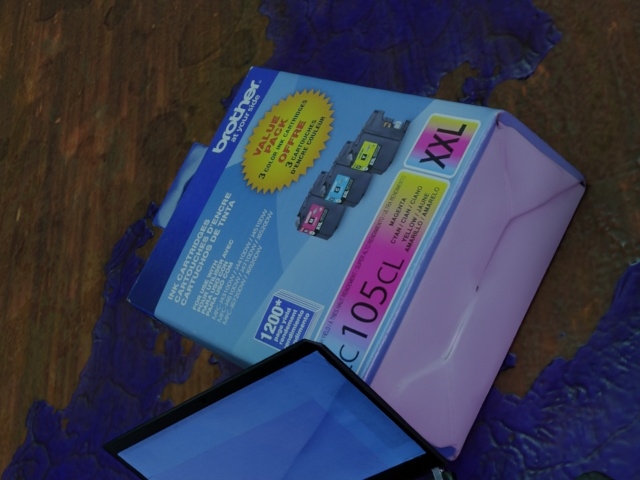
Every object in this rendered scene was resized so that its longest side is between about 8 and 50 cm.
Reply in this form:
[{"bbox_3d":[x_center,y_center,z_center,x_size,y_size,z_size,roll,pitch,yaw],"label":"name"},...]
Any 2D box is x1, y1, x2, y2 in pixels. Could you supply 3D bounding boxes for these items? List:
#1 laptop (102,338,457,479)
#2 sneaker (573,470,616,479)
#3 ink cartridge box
[{"bbox_3d":[-0.016,0.241,0.869,0.234,0.136,0.264,-30,63,33],"label":"laptop"},{"bbox_3d":[0.271,0.197,0.730,0.132,0.086,0.229,-47,51,3],"label":"sneaker"},{"bbox_3d":[0.000,0.000,1.064,0.395,0.151,0.270,17,78,50],"label":"ink cartridge box"}]
